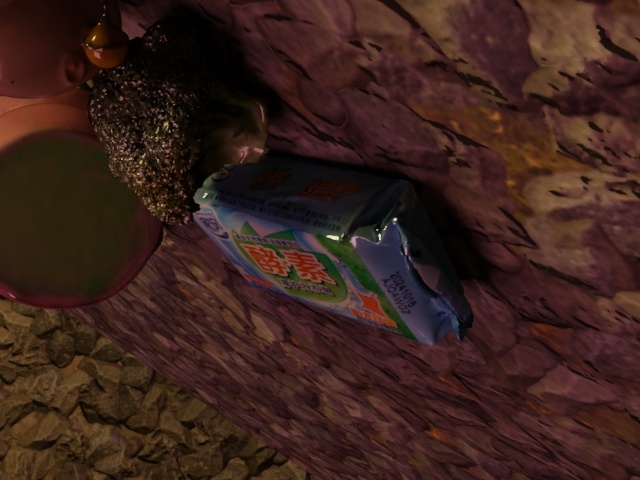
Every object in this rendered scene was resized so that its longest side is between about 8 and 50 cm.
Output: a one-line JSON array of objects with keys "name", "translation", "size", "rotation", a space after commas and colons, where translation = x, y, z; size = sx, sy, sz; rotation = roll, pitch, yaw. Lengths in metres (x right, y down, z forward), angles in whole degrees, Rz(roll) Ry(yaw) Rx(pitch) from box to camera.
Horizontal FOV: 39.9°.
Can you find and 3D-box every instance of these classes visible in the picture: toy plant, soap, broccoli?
[{"name": "toy plant", "translation": [-0.270, -0.042, 0.934], "size": [0.317, 0.210, 0.356], "rotation": [44, 170, -25]}, {"name": "soap", "translation": [0.000, 0.000, 0.773], "size": [0.293, 0.077, 0.156], "rotation": [14, 150, 43]}, {"name": "broccoli", "translation": [-0.114, -0.092, 0.695], "size": [0.138, 0.145, 0.162], "rotation": [8, 147, -14]}]

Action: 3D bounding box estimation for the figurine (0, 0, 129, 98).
[{"name": "figurine", "translation": [-0.215, -0.185, 0.597], "size": [0.186, 0.176, 0.287], "rotation": [59, 146, 10]}]
